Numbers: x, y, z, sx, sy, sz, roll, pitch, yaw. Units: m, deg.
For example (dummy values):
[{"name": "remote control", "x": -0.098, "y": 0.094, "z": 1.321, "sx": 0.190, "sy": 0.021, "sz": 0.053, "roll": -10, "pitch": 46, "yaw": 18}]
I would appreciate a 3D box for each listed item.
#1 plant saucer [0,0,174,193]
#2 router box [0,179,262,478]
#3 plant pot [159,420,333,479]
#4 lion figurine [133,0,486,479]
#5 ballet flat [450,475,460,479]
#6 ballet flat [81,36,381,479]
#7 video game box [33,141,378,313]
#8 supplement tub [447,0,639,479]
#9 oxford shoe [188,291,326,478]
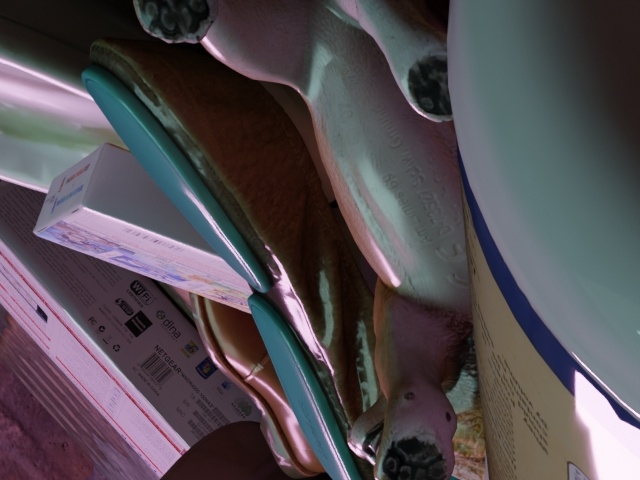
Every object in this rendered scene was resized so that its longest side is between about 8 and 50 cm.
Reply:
[{"name": "plant saucer", "x": -0.212, "y": -0.122, "z": 1.136, "sx": 0.400, "sy": 0.100, "sz": 0.400, "roll": 18, "pitch": 169, "yaw": 3}, {"name": "router box", "x": -0.205, "y": 0.096, "z": 1.812, "sx": 0.335, "sy": 0.082, "sz": 0.301, "roll": 48, "pitch": 164, "yaw": 2}, {"name": "plant pot", "x": -0.006, "y": 0.351, "z": 1.568, "sx": 0.280, "sy": 0.323, "sz": 0.323, "roll": 21, "pitch": 153, "yaw": 25}, {"name": "lion figurine", "x": 0.035, "y": -0.035, "z": 0.820, "sx": 0.240, "sy": 0.142, "sz": 0.392, "roll": -90, "pitch": -17, "yaw": -66}, {"name": "ballet flat", "x": 0.147, "y": 0.157, "z": 1.054, "sx": 0.087, "sy": 0.083, "sz": 0.247, "roll": 42, "pitch": 172, "yaw": -36}, {"name": "ballet flat", "x": 0.000, "y": 0.000, "z": 0.981, "sx": 0.116, "sy": 0.124, "sz": 0.342, "roll": 37, "pitch": 161, "yaw": 56}, {"name": "video game box", "x": -0.063, "y": 0.005, "z": 1.140, "sx": 0.205, "sy": 0.048, "sz": 0.187, "roll": 21, "pitch": 167, "yaw": -15}, {"name": "supplement tub", "x": 0.152, "y": 0.023, "z": 0.455, "sx": 0.228, "sy": 0.228, "sz": 0.316, "roll": 40, "pitch": 163, "yaw": 26}, {"name": "oxford shoe", "x": -0.027, "y": 0.087, "z": 1.394, "sx": 0.076, "sy": 0.076, "sz": 0.212, "roll": -12, "pitch": 121, "yaw": 37}]
